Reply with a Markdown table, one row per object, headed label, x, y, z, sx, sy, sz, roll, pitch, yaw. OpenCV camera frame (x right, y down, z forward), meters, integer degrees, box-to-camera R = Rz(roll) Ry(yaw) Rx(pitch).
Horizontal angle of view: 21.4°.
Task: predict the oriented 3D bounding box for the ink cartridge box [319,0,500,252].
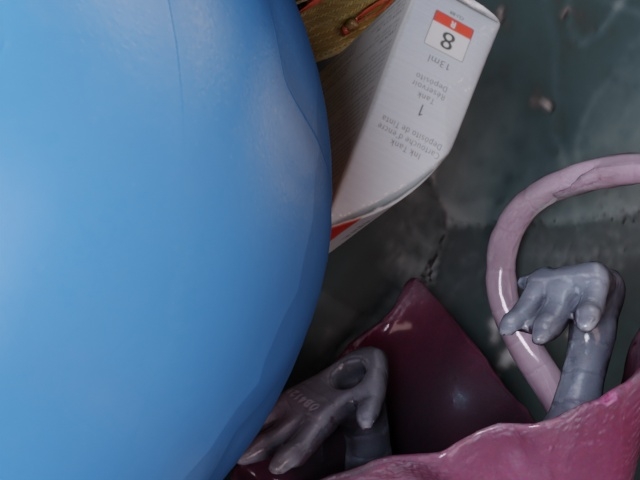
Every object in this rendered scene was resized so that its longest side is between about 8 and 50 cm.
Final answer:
| label | x | y | z | sx | sy | sz | roll | pitch | yaw |
| --- | --- | --- | --- | --- | --- | --- | --- | --- | --- |
| ink cartridge box | 0.000 | 0.000 | 0.673 | 0.045 | 0.145 | 0.179 | 25 | 65 | -15 |

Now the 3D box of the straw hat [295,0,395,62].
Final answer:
| label | x | y | z | sx | sy | sz | roll | pitch | yaw |
| --- | --- | --- | --- | --- | --- | --- | --- | --- | --- |
| straw hat | -0.018 | -0.126 | 0.711 | 0.144 | 0.144 | 0.061 | -14 | 70 | -28 |

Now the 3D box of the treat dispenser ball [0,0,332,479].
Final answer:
| label | x | y | z | sx | sy | sz | roll | pitch | yaw |
| --- | --- | --- | --- | --- | --- | --- | --- | --- | --- |
| treat dispenser ball | -0.140 | -0.018 | 0.530 | 0.288 | 0.288 | 0.288 | -8 | 105 | -30 |

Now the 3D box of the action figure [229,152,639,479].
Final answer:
| label | x | y | z | sx | sy | sz | roll | pitch | yaw |
| --- | --- | --- | --- | --- | --- | --- | --- | --- | --- |
| action figure | 0.109 | 0.186 | 0.822 | 0.370 | 0.248 | 0.276 | 60 | 43 | -26 |
